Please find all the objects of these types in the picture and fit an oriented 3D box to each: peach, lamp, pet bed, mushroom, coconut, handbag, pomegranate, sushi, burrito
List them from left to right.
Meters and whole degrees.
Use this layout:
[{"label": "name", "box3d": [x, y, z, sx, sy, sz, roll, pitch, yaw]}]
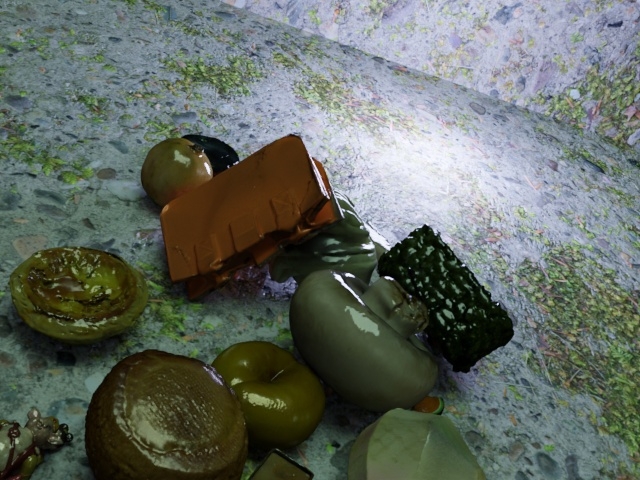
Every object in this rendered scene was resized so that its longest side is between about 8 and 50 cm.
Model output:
[{"label": "lamp", "box3d": [-0.511, 0.352, 1.404, 0.118, 0.118, 0.253, 40, 37, 25]}, {"label": "pomegranate", "box3d": [-0.376, -0.176, 2.191, 0.191, 0.191, 0.191, 16, 33, -10]}, {"label": "pet bed", "box3d": [-0.329, -0.245, 2.441, 0.201, 0.053, 0.201, 15, 34, -11]}, {"label": "handbag", "box3d": [-0.169, -0.057, 1.982, 0.116, 0.410, 0.303, 54, 11, -42]}, {"label": "peach", "box3d": [-0.112, 0.304, 1.669, 0.251, 0.153, 0.251, 27, 17, -9]}, {"label": "mushroom", "box3d": [0.112, 0.187, 1.797, 0.362, 0.294, 0.362, 43, 7, -6]}, {"label": "burrito", "box3d": [0.162, 0.022, 2.333, 0.087, 0.060, 0.226, 1, 36, -38]}, {"label": "coconut", "box3d": [0.190, 0.441, 1.589, 0.259, 0.259, 0.259, 16, 33, -10]}, {"label": "sushi", "box3d": [0.294, 0.149, 2.019, 0.352, 0.178, 0.294, 52, -1, 32]}]

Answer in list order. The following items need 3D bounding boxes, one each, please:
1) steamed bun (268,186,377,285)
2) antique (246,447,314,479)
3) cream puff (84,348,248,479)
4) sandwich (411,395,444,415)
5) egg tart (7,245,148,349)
[{"label": "steamed bun", "box3d": [0.000, 0.000, 2.075, 0.320, 0.206, 0.275, 28, 70, 5]}, {"label": "antique", "box3d": [-0.127, 0.493, 1.449, 0.093, 0.087, 0.310, 31, 33, 12]}, {"label": "cream puff", "box3d": [-0.271, 0.351, 1.456, 0.303, 0.212, 0.303, 24, 33, -17]}, {"label": "sandwich", "box3d": [0.241, 0.377, 1.896, 0.069, 0.026, 0.101, 21, 29, 7]}, {"label": "egg tart", "box3d": [-0.503, 0.122, 1.743, 0.290, 0.115, 0.290, 14, 32, -9]}]
